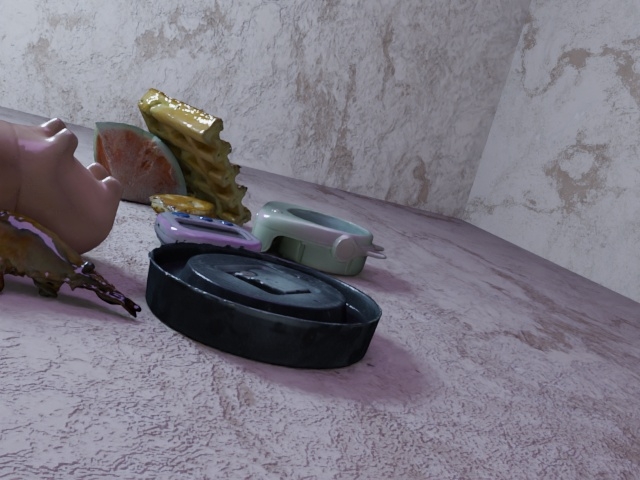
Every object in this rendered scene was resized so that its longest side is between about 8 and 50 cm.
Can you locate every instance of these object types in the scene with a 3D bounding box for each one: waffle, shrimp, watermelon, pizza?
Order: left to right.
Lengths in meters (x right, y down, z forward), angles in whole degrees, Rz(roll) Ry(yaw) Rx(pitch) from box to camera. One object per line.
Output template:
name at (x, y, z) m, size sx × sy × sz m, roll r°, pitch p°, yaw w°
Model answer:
shrimp at (-0.383, 0.056, 0.982) m, size 0.262 × 0.117 × 0.066 m, roll 37°, pitch -20°, yaw -4°
watermelon at (-0.488, -0.195, 1.816) m, size 0.255 × 0.260 × 0.176 m, roll 1°, pitch 20°, yaw 12°
pizza at (-0.348, -0.073, 1.714) m, size 0.161 × 0.063 × 0.182 m, roll 24°, pitch 16°, yaw 4°
waffle at (-0.325, -0.210, 1.826) m, size 0.304 × 0.348 × 0.077 m, roll 27°, pitch 57°, yaw 37°

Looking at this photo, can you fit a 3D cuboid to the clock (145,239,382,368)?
clock at (-0.093, 0.095, 1.134) m, size 0.385 × 0.077 × 0.386 m, roll 16°, pitch 10°, yaw -3°

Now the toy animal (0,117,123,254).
toy animal at (-0.486, -0.078, 1.100) m, size 0.237 × 0.269 × 0.326 m, roll 29°, pitch -16°, yaw 49°

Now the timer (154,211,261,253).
timer at (-0.237, -0.003, 1.459) m, size 0.208 × 0.069 × 0.190 m, roll 12°, pitch 11°, yaw -29°

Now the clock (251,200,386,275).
clock at (0.000, 0.000, 1.701) m, size 0.323 × 0.109 × 0.265 m, roll 17°, pitch 9°, yaw 1°
